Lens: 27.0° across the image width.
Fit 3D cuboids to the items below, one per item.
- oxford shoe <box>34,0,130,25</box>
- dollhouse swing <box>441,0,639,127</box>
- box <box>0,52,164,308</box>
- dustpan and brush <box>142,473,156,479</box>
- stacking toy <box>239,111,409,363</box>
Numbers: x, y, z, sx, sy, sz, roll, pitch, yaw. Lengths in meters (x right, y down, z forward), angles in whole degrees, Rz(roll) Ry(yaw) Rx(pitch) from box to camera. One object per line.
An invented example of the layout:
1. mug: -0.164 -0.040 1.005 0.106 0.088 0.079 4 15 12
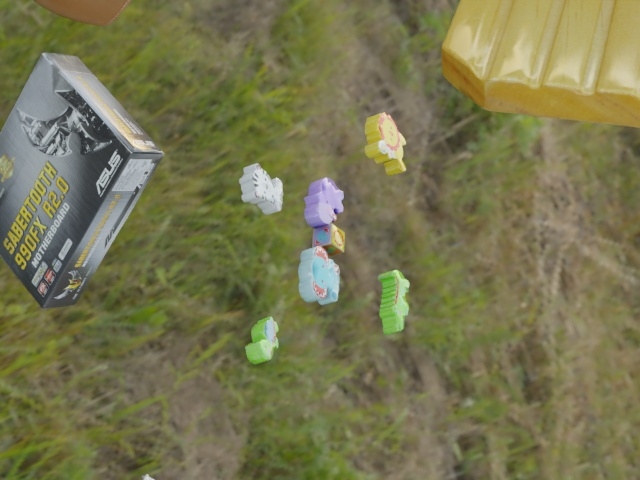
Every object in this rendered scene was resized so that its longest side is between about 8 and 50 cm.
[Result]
1. oxford shoe: -0.057 -0.182 0.568 0.076 0.212 0.076 27 24 -38
2. dollhouse swing: 0.260 -0.279 0.968 0.305 0.347 0.315 -55 150 -59
3. box: -0.296 -0.067 1.511 0.183 0.231 0.056 47 27 24
4. dustpan and brush: -0.088 0.302 1.134 0.060 0.211 0.147 -32 127 -45
5. stacking toy: 0.000 0.000 1.258 0.052 0.167 0.221 34 48 -45
